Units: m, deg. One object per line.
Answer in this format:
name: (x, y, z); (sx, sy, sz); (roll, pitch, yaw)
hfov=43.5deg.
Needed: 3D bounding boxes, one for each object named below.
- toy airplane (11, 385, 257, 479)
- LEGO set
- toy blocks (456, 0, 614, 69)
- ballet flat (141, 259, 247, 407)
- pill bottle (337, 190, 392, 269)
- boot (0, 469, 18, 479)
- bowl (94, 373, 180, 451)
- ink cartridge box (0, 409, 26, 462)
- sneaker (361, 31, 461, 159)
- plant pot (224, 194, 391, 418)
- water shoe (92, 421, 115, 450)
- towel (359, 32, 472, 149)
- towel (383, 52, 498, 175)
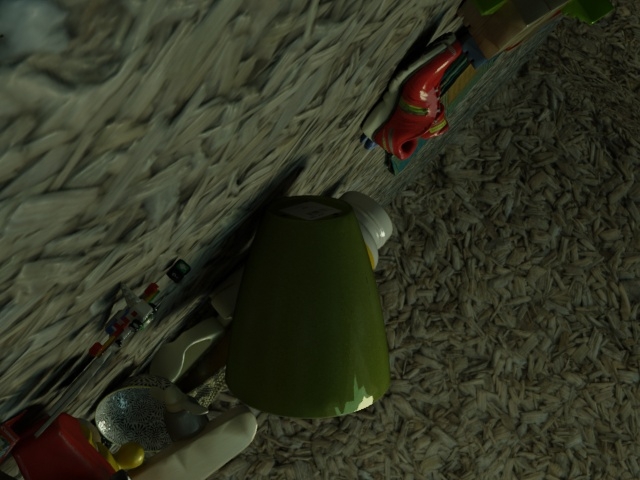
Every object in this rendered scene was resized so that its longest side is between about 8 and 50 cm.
toy airplane: (-0.320, 0.381, 1.180); (0.386, 0.272, 0.384); (7, 121, -44)
LEGO set: (-0.263, 0.116, 1.000); (0.244, 0.060, 0.182); (-46, -173, 4)
toy blocks: (0.363, -0.409, 1.329); (0.381, 0.190, 0.261); (-34, 180, -15)
ballet flat: (-0.185, 0.174, 1.490); (0.483, 0.164, 0.182); (-46, 152, 15)
pill bottle: (0.002, 0.051, 1.704); (0.334, 0.188, 0.188); (-47, 175, -26)
boot: (-0.421, 0.293, 0.869); (0.219, 0.106, 0.082); (-22, -153, 7)
bowl: (-0.307, 0.290, 1.425); (0.170, 0.170, 0.080); (-49, -156, 28)
ink cartridge box: (-0.391, 0.251, 0.950); (0.063, 0.029, 0.115); (-49, 174, 26)
sneaker: (0.174, -0.233, 1.332); (0.107, 0.118, 0.279); (-44, 175, -32)
plant pot: (-0.017, 0.085, 1.287); (0.275, 0.275, 0.293); (-38, 133, -61)
water shoe: (-0.417, 0.365, 1.532); (0.080, 0.072, 0.203); (-17, -166, 35)
towel: (0.195, -0.290, 1.548); (0.285, 0.034, 0.209); (-40, 171, -50)
towel: (0.251, -0.293, 1.589); (0.370, 0.040, 0.271); (-50, 172, 1)
